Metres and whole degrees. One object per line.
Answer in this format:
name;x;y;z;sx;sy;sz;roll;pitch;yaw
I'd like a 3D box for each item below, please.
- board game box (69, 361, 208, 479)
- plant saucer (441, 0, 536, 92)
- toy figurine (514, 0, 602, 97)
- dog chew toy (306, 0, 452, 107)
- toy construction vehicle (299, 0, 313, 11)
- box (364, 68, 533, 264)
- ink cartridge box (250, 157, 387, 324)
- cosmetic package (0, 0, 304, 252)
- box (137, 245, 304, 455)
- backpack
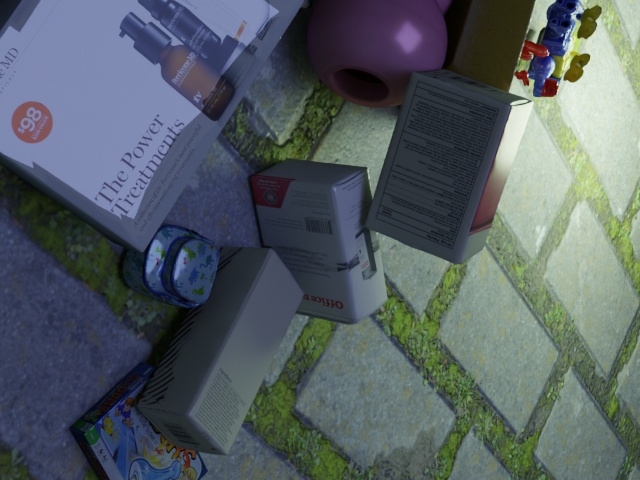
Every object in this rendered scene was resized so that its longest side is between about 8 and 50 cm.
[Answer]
board game box;-0.241;0.284;1.498;0.136;0.035;0.201;-45;129;-33
plant saucer;0.225;-0.352;1.714;0.081;0.333;0.332;17;89;-16
toy figurine;0.415;-0.399;2.063;0.217;0.191;0.362;77;28;-69
dog chew toy;0.107;-0.364;1.635;0.206;0.207;0.331;41;60;-45
toy construction vehicle;-0.052;-0.366;1.576;0.086;0.035;0.098;6;91;-39
box;0.179;-0.106;1.540;0.127;0.149;0.232;-22;132;-63
ink cartridge box;0.000;0.000;1.616;0.092;0.159;0.217;-31;121;-44
cosmetic package;-0.227;-0.219;1.284;0.284;0.097;0.377;38;77;-32
box;-0.131;0.146;1.516;0.113;0.094;0.275;58;46;-40
backpack;-0.194;0.030;1.458;0.114;0.084;0.105;24;78;-46
